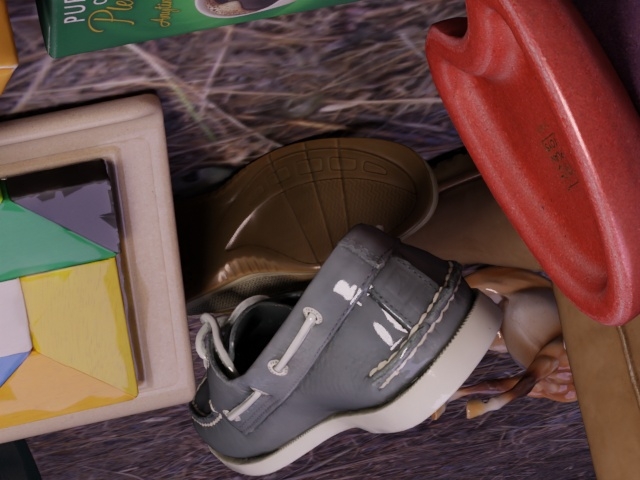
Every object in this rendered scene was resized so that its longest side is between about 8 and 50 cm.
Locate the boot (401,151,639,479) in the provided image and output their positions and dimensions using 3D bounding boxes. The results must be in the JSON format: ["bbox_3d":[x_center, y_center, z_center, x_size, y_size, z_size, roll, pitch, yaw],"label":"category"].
[{"bbox_3d":[0.158,0.065,1.166,0.236,0.269,0.089,-24,162,31],"label":"boot"}]

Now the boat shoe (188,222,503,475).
[{"bbox_3d":[-0.013,0.056,1.083,0.116,0.099,0.319,-55,-167,-23],"label":"boat shoe"}]

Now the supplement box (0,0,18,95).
[{"bbox_3d":[-0.191,-0.053,0.799,0.080,0.078,0.233,-8,164,-23],"label":"supplement box"}]

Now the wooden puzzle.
[{"bbox_3d":[-0.180,0.037,1.011,0.221,0.044,0.238,-12,135,-10],"label":"wooden puzzle"}]

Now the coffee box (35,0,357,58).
[{"bbox_3d":[-0.022,-0.126,0.761,0.184,0.040,0.113,-12,165,-10],"label":"coffee box"}]

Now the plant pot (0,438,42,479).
[{"bbox_3d":[-0.319,0.183,1.203,0.255,0.271,0.271,-31,162,6],"label":"plant pot"}]

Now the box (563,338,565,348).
[{"bbox_3d":[0.254,0.017,1.270,0.103,0.114,0.203,-6,-179,-26],"label":"box"}]

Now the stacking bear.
[{"bbox_3d":[0.218,-0.095,0.856,0.289,0.164,0.175,-27,176,-9],"label":"stacking bear"}]

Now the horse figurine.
[{"bbox_3d":[0.138,0.075,1.411,0.175,0.066,0.263,-13,-154,-21],"label":"horse figurine"}]

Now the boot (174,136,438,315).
[{"bbox_3d":[0.000,0.000,1.164,0.213,0.077,0.165,-20,165,25],"label":"boot"}]
